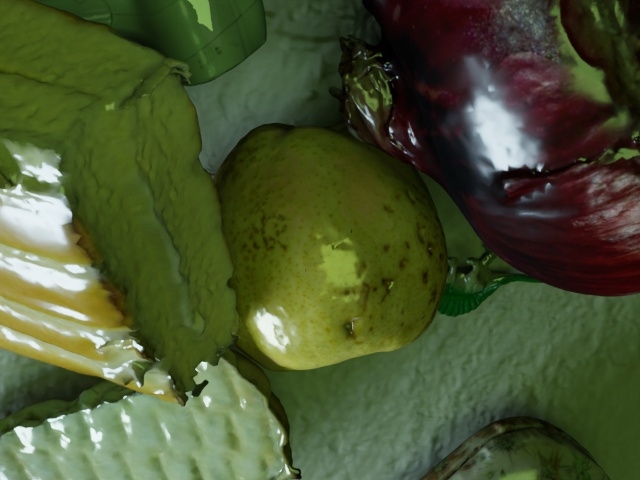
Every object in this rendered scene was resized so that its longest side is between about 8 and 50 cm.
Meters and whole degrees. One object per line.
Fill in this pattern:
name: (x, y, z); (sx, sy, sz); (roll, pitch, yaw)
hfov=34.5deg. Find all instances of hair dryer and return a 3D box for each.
hair dryer: (-0.169, -0.169, 0.601); (0.237, 0.075, 0.206); (-19, 109, 8)

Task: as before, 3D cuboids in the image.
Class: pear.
pear: (0.000, 0.000, 0.695); (0.178, 0.178, 0.178); (-3, 106, -10)

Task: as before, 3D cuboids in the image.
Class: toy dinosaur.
toy dinosaur: (0.117, 0.033, 0.792); (0.119, 0.029, 0.060); (1, 121, -16)

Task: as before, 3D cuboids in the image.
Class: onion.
onion: (0.125, -0.104, 0.612); (0.232, 0.314, 0.314); (-27, 109, 12)

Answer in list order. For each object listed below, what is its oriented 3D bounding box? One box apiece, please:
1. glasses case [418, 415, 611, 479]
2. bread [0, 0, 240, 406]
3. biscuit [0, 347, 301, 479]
glasses case: (0.057, 0.313, 0.815); (0.425, 0.098, 0.156); (-43, 113, 3)
bread: (-0.171, -0.025, 0.573); (0.246, 0.239, 0.111); (18, 60, 21)
biscuit: (-0.133, 0.168, 0.735); (0.273, 0.036, 0.187); (-21, 123, 18)
